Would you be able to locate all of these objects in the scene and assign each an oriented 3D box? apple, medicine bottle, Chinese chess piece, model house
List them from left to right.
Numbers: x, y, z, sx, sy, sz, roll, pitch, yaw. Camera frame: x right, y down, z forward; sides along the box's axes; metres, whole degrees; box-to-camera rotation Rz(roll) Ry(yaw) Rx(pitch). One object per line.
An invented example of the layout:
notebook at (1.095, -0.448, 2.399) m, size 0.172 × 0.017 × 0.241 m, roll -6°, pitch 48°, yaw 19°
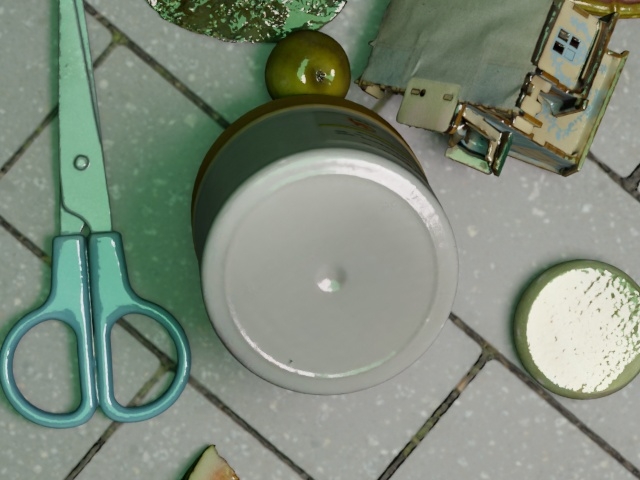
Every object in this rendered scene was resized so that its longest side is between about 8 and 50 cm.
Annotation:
apple at (-0.011, -0.167, 1.770) m, size 0.090 × 0.074 × 0.089 m, roll -4°, pitch 99°, yaw -23°
medicine bottle at (0.000, 0.000, 1.660) m, size 0.238 × 0.232 × 0.237 m, roll -2°, pitch 108°, yaw -6°
model house at (0.197, -0.148, 1.737) m, size 0.206 × 0.271 × 0.178 m, roll 23°, pitch 84°, yaw -40°
Chinese chess piece at (0.268, 0.091, 1.795) m, size 0.144 × 0.058 × 0.144 m, roll 0°, pitch 90°, yaw -4°

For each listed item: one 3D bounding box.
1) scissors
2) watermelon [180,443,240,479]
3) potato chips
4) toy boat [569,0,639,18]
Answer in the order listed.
scissors at (-0.237, -0.037, 1.768) m, size 0.193 × 0.029 × 0.447 m, roll -4°, pitch 89°, yaw -5°
watermelon at (-0.092, 0.333, 1.763) m, size 0.119 × 0.063 × 0.245 m, roll -24°, pitch 85°, yaw -23°
potato chips at (-0.078, -0.265, 1.792) m, size 0.209 × 0.026 × 0.142 m, roll 26°, pitch 84°, yaw -4°
toy boat at (0.258, -0.288, 1.773) m, size 0.318 × 0.141 × 0.099 m, roll 9°, pitch 43°, yaw -9°
